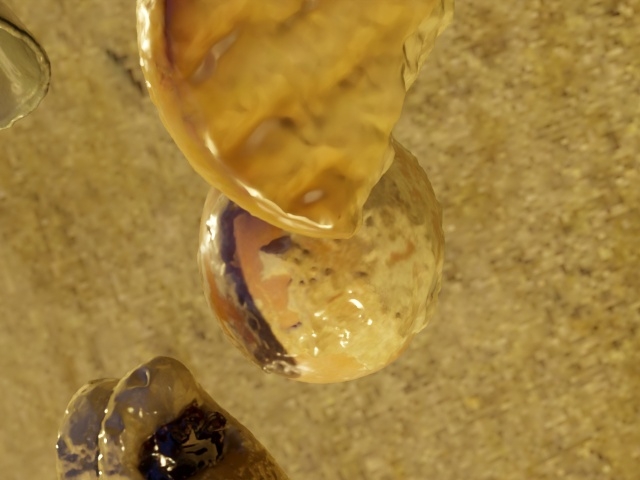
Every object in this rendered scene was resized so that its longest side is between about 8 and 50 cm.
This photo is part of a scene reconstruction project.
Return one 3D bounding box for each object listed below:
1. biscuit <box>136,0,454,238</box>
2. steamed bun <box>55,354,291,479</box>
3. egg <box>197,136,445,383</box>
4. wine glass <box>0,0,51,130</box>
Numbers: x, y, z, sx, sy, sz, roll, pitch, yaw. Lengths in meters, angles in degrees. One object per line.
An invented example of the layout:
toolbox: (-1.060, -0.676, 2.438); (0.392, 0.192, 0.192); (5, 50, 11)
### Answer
biscuit: (-0.006, -0.153, 1.031); (0.213, 0.274, 0.091); (34, 171, -24)
steamed bun: (-0.118, 0.165, 1.206); (0.172, 0.141, 0.155); (-21, 89, 41)
egg: (0.000, 0.000, 1.292); (0.233, 0.195, 0.195); (-105, 20, -44)
wine glass: (-0.306, -0.273, 0.978); (0.267, 0.267, 0.406); (-29, 66, 59)
